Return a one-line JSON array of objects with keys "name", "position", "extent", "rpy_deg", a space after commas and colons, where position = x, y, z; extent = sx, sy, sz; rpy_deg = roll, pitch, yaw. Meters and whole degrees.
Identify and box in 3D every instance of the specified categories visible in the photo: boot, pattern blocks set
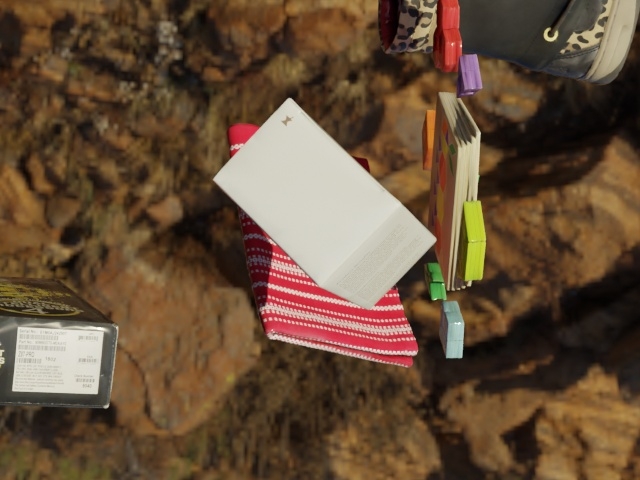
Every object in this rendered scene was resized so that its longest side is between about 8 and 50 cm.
[{"name": "boot", "position": [0.219, -0.365, 1.378], "extent": [0.284, 0.377, 0.138], "rpy_deg": [1, -161, -13]}, {"name": "pattern blocks set", "position": [0.139, -0.057, 1.292], "extent": [0.026, 0.285, 0.324], "rpy_deg": [-1, 129, -4]}]

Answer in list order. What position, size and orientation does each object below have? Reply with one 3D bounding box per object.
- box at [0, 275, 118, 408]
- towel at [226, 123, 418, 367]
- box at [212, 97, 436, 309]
[{"name": "box", "position": [-0.431, 0.090, 1.251], "extent": [0.395, 0.097, 0.318], "rpy_deg": [4, -178, -21]}, {"name": "towel", "position": [0.000, 0.000, 1.339], "extent": [0.199, 0.274, 0.031], "rpy_deg": [15, 137, -34]}, {"name": "box", "position": [0.008, -0.025, 1.032], "extent": [0.091, 0.130, 0.170], "rpy_deg": [-46, 162, 4]}]
